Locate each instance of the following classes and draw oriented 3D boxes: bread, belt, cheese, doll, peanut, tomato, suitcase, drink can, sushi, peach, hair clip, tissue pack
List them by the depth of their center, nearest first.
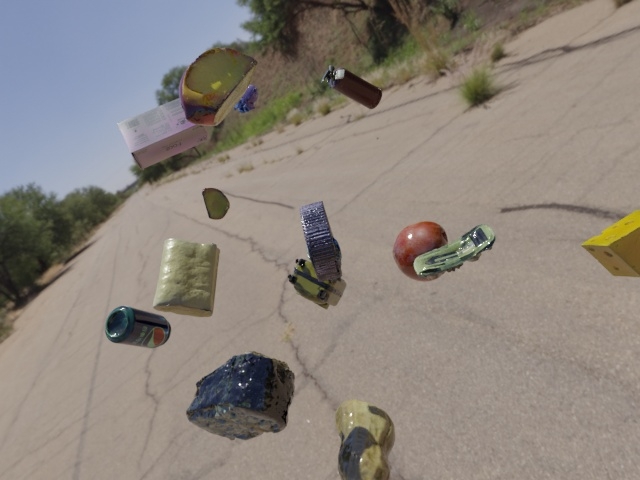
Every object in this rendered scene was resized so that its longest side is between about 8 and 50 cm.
[{"bbox_3d":[-0.307,0.085,1.075,0.060,0.139,0.178,129,145,-52],"label":"bread"},{"bbox_3d":[0.752,-0.013,1.116,0.171,0.126,0.093,-50,8,-5],"label":"cheese"},{"bbox_3d":[0.114,0.511,1.161,0.159,0.143,0.291,-39,14,10],"label":"peanut"},{"bbox_3d":[-0.202,0.404,1.198,0.350,0.210,0.171,-37,29,43],"label":"sushi"},{"bbox_3d":[-0.279,-0.097,1.211,0.078,0.083,0.050,-59,2,4],"label":"peach"},{"bbox_3d":[-0.315,-0.425,1.318,0.268,0.158,0.154,-61,2,-20],"label":"peach"},{"bbox_3d":[-0.580,0.281,1.478,0.118,0.118,0.205,-34,-26,8],"label":"drink can"},{"bbox_3d":[-0.508,-0.351,1.499,0.246,0.149,0.093,-26,-27,-12],"label":"tissue pack"},{"bbox_3d":[0.000,0.000,1.679,0.122,0.260,0.325,-17,37,2],"label":"belt"},{"bbox_3d":[0.518,0.061,1.764,0.321,0.091,0.138,-27,28,13],"label":"hair clip"},{"bbox_3d":[-0.300,-0.565,1.836,0.067,0.110,0.205,-24,10,-35],"label":"doll"},{"bbox_3d":[-0.014,0.180,1.871,0.143,0.193,0.235,-63,-22,-7],"label":"suitcase"},{"bbox_3d":[0.436,0.048,2.001,0.264,0.265,0.265,-32,18,12],"label":"tomato"}]

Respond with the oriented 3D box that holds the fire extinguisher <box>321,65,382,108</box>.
[{"bbox_3d":[0.122,-0.625,1.869,0.104,0.268,0.105,-31,51,47],"label":"fire extinguisher"}]
